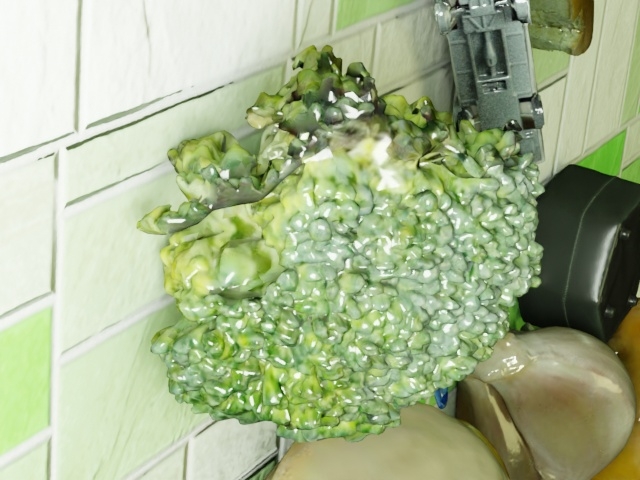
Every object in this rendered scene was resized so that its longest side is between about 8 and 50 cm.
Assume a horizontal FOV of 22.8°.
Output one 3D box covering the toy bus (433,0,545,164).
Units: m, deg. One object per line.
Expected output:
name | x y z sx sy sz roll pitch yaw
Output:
toy bus | 0.177 -0.220 1.682 0.342 0.097 0.138 72 12 -51

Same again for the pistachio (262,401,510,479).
pistachio | 0.075 0.341 1.594 0.445 0.281 0.365 18 70 -53

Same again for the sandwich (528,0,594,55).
sandwich | 0.274 -0.285 1.876 0.244 0.090 0.088 76 35 -52

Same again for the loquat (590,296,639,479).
loquat | 0.468 0.239 2.328 0.328 0.328 0.328 -42 141 -48

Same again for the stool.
stool | 0.368 0.018 2.188 0.232 0.141 0.232 -41 139 -49

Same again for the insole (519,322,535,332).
insole | 0.300 0.219 2.263 0.011 0.081 0.248 -16 133 -14

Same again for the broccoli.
broccoli | 0.013 0.011 1.311 0.324 0.272 0.334 -13 127 -56

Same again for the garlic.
garlic | 0.290 0.265 2.082 0.246 0.231 0.340 -28 124 -60

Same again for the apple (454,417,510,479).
apple | 0.120 0.376 1.887 0.254 0.179 0.346 -159 -94 -75

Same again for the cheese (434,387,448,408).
cheese | 0.133 0.069 1.745 0.270 0.069 0.177 -81 160 -55
